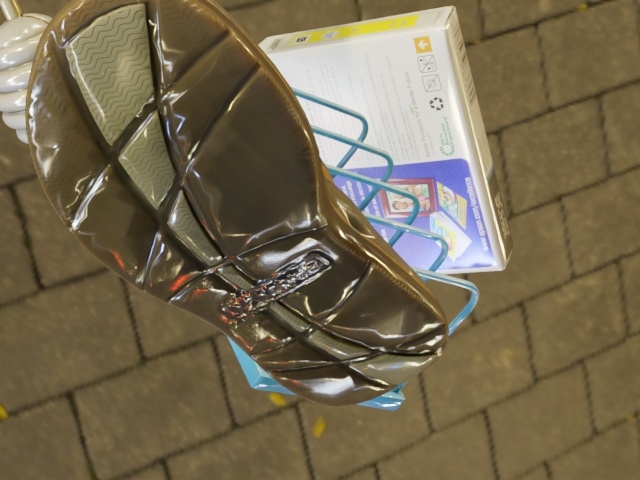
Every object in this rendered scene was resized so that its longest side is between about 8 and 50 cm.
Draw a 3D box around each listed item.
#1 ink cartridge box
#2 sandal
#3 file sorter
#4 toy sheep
[{"bbox_3d":[0.037,-0.094,1.482,0.072,0.307,0.303,-60,139,-50],"label":"ink cartridge box"},{"bbox_3d":[-0.023,-0.015,0.462,0.090,0.060,0.219,-30,136,18],"label":"sandal"},{"bbox_3d":[0.000,0.000,0.793,0.118,0.170,0.104,16,123,-42],"label":"file sorter"},{"bbox_3d":[-0.195,-0.117,0.930,0.091,0.091,0.132,-28,111,-26],"label":"toy sheep"}]
